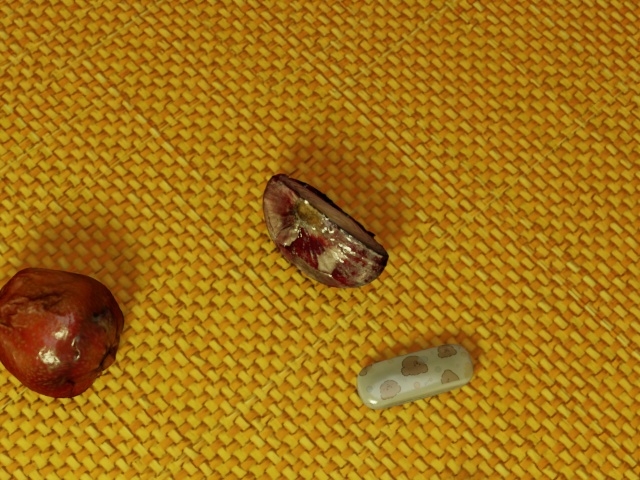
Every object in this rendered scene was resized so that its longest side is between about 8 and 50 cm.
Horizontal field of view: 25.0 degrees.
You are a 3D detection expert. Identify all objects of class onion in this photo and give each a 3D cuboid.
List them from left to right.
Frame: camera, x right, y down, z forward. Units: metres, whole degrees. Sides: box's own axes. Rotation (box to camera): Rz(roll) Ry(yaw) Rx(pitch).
[{"bbox_3d":[0.000,0.000,2.026,0.206,0.151,0.098,40,102,26],"label":"onion"}]

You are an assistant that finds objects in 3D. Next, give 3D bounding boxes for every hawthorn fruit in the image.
[{"bbox_3d":[-0.350,0.115,1.909,0.173,0.173,0.179,-30,71,-17],"label":"hawthorn fruit"}]

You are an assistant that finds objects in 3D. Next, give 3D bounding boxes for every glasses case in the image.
[{"bbox_3d":[0.130,0.186,1.973,0.164,0.041,0.063,-13,66,-11],"label":"glasses case"}]
